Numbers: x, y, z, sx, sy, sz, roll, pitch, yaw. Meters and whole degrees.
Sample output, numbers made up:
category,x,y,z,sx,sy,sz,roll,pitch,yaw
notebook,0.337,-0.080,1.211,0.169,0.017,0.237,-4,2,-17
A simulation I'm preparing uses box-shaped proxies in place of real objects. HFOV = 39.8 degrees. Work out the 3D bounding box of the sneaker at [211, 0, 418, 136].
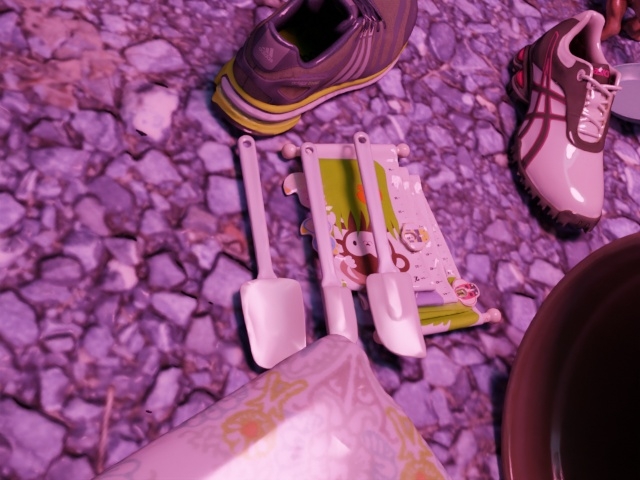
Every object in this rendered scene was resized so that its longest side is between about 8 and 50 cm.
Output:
category,x,y,z,sx,sy,sz,roll,pitch,yaw
sneaker,0.020,-0.215,0.921,0.111,0.121,0.300,45,51,2

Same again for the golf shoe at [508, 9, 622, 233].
category,x,y,z,sx,sy,sz,roll,pitch,yaw
golf shoe,0.288,-0.143,1.022,0.105,0.120,0.273,12,58,-23

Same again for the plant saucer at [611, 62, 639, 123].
category,x,y,z,sx,sy,sz,roll,pitch,yaw
plant saucer,0.415,-0.187,1.150,0.119,0.021,0.119,-2,47,2

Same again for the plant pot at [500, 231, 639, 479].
category,x,y,z,sx,sy,sz,roll,pitch,yaw
plant pot,0.364,0.173,0.751,0.280,0.323,0.323,13,57,-26

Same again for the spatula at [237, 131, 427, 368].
category,x,y,z,sx,sy,sz,roll,pitch,yaw
spatula,0.000,0.000,0.829,0.168,0.019,0.242,-3,65,-16

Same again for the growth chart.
category,x,y,z,sx,sy,sz,roll,pitch,yaw
growth chart,0.063,-0.004,0.883,0.172,0.021,0.237,-12,67,-31

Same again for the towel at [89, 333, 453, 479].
category,x,y,z,sx,sy,sz,roll,pitch,yaw
towel,0.000,0.289,0.634,0.320,0.090,0.374,-27,77,-39

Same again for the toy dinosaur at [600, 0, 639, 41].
category,x,y,z,sx,sy,sz,roll,pitch,yaw
toy dinosaur,0.443,-0.383,1.194,0.127,0.200,0.296,12,58,-21
